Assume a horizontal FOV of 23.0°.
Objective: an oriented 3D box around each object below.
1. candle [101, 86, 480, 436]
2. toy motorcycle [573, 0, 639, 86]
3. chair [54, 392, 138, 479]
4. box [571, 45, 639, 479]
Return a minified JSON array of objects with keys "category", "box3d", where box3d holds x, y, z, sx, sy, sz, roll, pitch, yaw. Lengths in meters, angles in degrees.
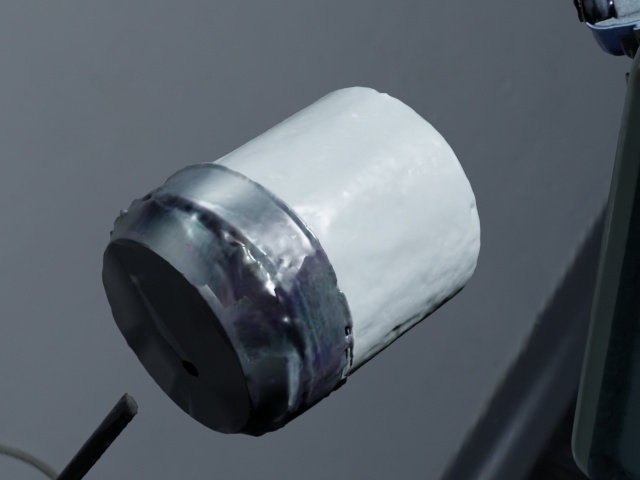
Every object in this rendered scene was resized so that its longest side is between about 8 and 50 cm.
[{"category":"candle","box3d":[0.000,0.000,1.310,0.342,0.221,0.221,-33,117,-34]},{"category":"toy motorcycle","box3d":[0.324,-0.242,1.574,0.125,0.358,0.213,-14,123,16]},{"category":"chair","box3d":[-0.202,0.207,0.907,0.172,0.247,0.158,59,34,4]},{"category":"box","box3d":[0.188,0.004,0.590,0.162,0.130,0.227,-26,134,-31]}]
